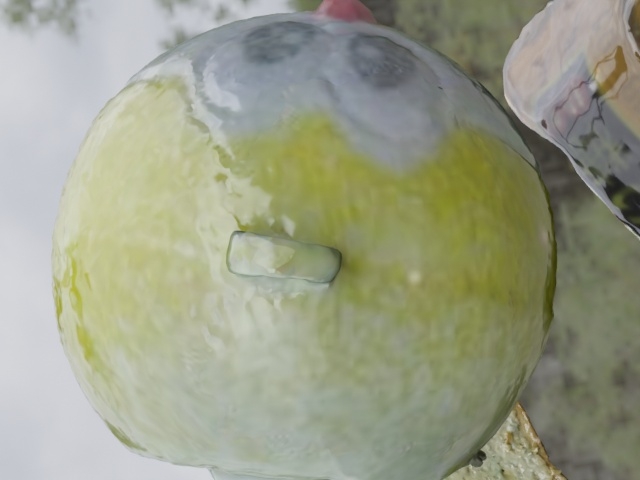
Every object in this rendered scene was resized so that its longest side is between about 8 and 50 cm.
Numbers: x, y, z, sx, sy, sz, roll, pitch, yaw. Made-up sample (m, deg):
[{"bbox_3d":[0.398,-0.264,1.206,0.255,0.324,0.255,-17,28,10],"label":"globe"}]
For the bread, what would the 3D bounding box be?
[{"bbox_3d":[0.048,0.103,0.796,0.070,0.083,0.077,121,130,-68],"label":"bread"}]

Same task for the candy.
[{"bbox_3d":[0.191,-0.010,0.788,0.271,0.143,0.101,45,-131,2],"label":"candy"}]

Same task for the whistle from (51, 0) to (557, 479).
[{"bbox_3d":[0.000,0.000,0.506,0.223,0.123,0.123,11,-112,-86],"label":"whistle"}]
